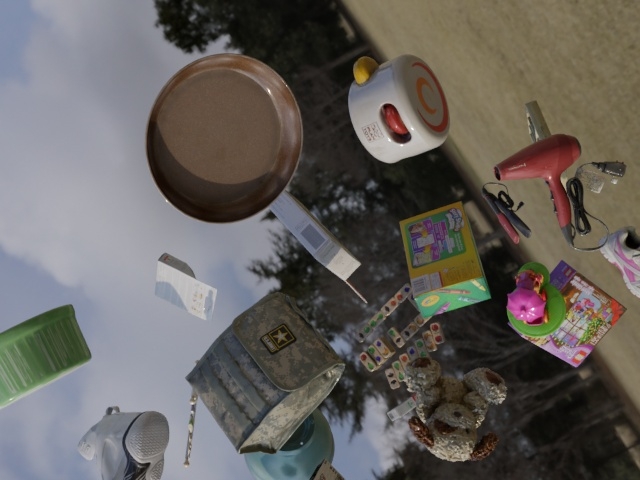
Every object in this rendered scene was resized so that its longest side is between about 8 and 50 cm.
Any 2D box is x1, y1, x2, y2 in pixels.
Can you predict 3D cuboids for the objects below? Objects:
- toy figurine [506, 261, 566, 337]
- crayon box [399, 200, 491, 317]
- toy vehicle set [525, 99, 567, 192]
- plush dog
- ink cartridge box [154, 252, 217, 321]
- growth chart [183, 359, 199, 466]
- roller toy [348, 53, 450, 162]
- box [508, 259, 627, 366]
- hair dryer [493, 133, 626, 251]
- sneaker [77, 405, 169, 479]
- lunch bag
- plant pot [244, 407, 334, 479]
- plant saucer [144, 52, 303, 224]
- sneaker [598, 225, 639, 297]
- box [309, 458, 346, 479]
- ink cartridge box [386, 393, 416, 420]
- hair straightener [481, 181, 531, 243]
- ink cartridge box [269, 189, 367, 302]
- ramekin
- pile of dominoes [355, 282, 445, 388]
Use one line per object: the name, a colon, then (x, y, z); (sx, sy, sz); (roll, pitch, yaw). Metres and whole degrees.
toy figurine: (0.457, 0.119, 1.633); (0.159, 0.130, 0.173); (26, -119, -63)
crayon box: (0.293, 0.040, 1.795); (0.278, 0.165, 0.081); (-93, -20, -49)
toy vehicle set: (0.680, -0.271, 2.254); (0.166, 0.035, 0.266); (54, -160, -57)
plush dog: (0.314, 0.438, 1.847); (0.225, 0.263, 0.210); (-80, 4, -50)
ink cartridge box: (-0.354, 0.125, 2.004); (0.179, 0.145, 0.045); (23, -136, 7)
growth chart: (-0.332, 0.454, 1.947); (0.172, 0.021, 0.237); (-95, 14, -60)
roller toy: (0.150, -0.258, 1.487); (0.209, 0.146, 0.191); (20, -120, -48)
box: (0.616, 0.187, 1.855); (0.293, 0.201, 0.057); (28, -166, -40)
hair dryer: (0.515, -0.120, 1.617); (0.294, 0.223, 0.080); (21, 170, -3)
sneaker: (-0.523, 0.608, 1.936); (0.137, 0.210, 0.365); (26, -106, -53)
lunch bag: (-0.111, 0.278, 1.610); (0.235, 0.287, 0.169); (46, -168, 33)
plant pot: (-0.101, 0.609, 2.334); (0.196, 0.293, 0.293); (89, 161, -54)
plant saucer: (-0.177, -0.184, 1.372); (0.050, 0.310, 0.310); (25, 157, 55)
sneaker: (0.900, 0.063, 2.108); (0.252, 0.103, 0.111); (52, 152, 19)
box: (0.021, 0.677, 2.035); (0.114, 0.036, 0.207); (45, -170, 6)
ink cartridge box: (0.238, 0.439, 2.016); (0.029, 0.115, 0.063); (56, 154, 10)
hair straightener: (0.548, -0.091, 2.192); (0.047, 0.089, 0.230); (84, 161, -49)
ink cartridge box: (0.000, 0.000, 1.881); (0.261, 0.066, 0.296); (41, -176, -46)
ramekin: (-0.700, 0.287, 1.788); (0.148, 0.303, 0.303); (61, -169, 1)
pile of dominoes: (0.216, 0.273, 2.094); (0.196, 0.251, 0.040); (50, -156, 20)
